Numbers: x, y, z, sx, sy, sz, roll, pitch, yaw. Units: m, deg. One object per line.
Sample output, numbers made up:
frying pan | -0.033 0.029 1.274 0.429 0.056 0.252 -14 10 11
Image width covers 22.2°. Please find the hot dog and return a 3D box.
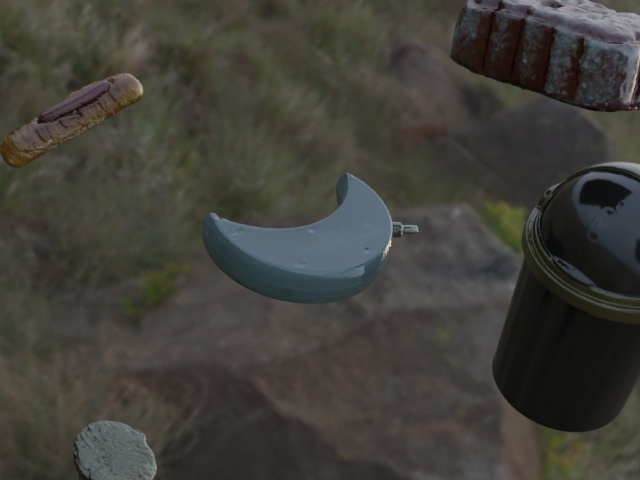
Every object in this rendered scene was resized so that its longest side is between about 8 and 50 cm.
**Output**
hot dog | -0.344 -0.172 2.231 0.066 0.216 0.047 47 -17 49

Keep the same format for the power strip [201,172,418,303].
power strip | 0.000 0.000 1.901 0.253 0.054 0.167 -16 48 -33

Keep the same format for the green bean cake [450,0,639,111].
green bean cake | 0.279 -0.218 1.828 0.233 0.097 0.199 24 22 37

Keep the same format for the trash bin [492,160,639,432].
trash bin | 0.326 0.055 1.927 0.214 0.333 0.214 10 42 -9

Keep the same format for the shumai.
shumai | -0.269 0.300 2.096 0.099 0.087 0.123 -9 45 -24
